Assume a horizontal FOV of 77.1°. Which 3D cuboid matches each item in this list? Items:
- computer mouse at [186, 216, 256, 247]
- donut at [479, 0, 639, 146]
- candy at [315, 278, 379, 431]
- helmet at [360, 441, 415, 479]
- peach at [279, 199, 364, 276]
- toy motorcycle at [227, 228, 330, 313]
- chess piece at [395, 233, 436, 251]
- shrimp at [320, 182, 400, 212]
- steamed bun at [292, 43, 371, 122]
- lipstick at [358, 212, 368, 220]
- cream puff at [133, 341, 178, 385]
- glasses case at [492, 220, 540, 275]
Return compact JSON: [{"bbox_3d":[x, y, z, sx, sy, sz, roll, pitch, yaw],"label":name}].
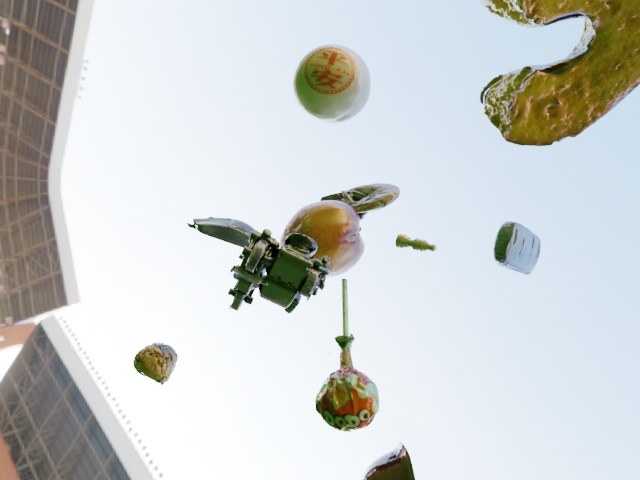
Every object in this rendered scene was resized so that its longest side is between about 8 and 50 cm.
[{"bbox_3d":[-0.266,-0.034,1.165,0.113,0.229,0.068,-149,-100,-74],"label":"computer mouse"},{"bbox_3d":[0.549,-0.454,0.904,0.377,0.163,0.435,-8,-58,6],"label":"donut"},{"bbox_3d":[0.025,0.099,0.401,0.055,0.185,0.049,-5,-54,6],"label":"candy"},{"bbox_3d":[0.119,0.447,0.700,0.155,0.106,0.175,-105,-174,-57],"label":"helmet"},{"bbox_3d":[0.000,0.000,1.253,0.281,0.281,0.238,-12,-89,36],"label":"peach"},{"bbox_3d":[-0.103,0.084,0.926,0.205,0.127,0.275,25,-43,-5],"label":"toy motorcycle"},{"bbox_3d":[0.217,0.009,0.906,0.092,0.035,0.035,14,-80,39],"label":"chess piece"},{"bbox_3d":[0.129,-0.140,1.412,0.317,0.168,0.077,-7,-63,34],"label":"shrimp"},{"bbox_3d":[0.035,-0.463,1.162,0.231,0.145,0.232,0,-98,-2],"label":"steamed bun"},{"bbox_3d":[0.152,-0.105,1.550,0.234,0.053,0.053,-42,-113,48],"label":"lipstick"},{"bbox_3d":[-0.479,0.356,1.185,0.104,0.119,0.133,-53,-145,-4],"label":"cream puff"},{"bbox_3d":[0.500,0.023,1.017,0.067,0.282,0.109,16,-90,39],"label":"glasses case"}]
